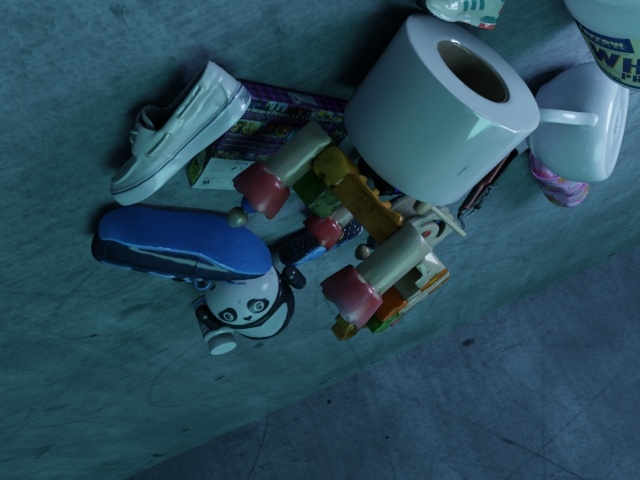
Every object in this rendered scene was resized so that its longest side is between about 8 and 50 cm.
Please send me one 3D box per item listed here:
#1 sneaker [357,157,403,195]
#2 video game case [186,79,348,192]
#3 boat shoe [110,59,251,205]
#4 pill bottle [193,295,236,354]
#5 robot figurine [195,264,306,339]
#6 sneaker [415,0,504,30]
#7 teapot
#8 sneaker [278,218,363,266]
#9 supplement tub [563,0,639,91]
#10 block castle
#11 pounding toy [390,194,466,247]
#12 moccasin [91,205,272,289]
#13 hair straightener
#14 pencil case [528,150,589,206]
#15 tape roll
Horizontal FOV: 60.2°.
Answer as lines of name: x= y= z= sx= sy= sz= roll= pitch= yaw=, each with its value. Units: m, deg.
sneaker: x=0.180 y=-0.141 z=1.136 sx=0.146 sy=0.102 sz=0.293 roll=-34 pitch=148 yaw=30
video game case: x=-0.079 y=-0.160 z=0.924 sx=0.232 sy=0.041 sz=0.210 roll=-2 pitch=147 yaw=-39
boat shoe: x=-0.220 y=-0.148 z=0.776 sx=0.268 sy=0.096 sz=0.088 roll=-30 pitch=127 yaw=27
pill bottle: x=-0.260 y=0.208 z=1.368 sx=0.078 sy=0.137 sz=0.078 roll=-20 pitch=155 yaw=-10
robot figurine: x=-0.156 y=0.134 z=1.270 sx=0.209 sy=0.174 sz=0.278 roll=-62 pitch=160 yaw=-15
sneaker: x=0.208 y=-0.355 z=0.796 sx=0.161 sy=0.057 sz=0.075 roll=-4 pitch=131 yaw=-34
teapot: x=0.494 y=-0.238 z=1.108 sx=0.252 sy=0.187 sz=0.256 roll=-59 pitch=143 yaw=-26
sneaker: x=0.000 y=0.000 z=1.288 sx=0.209 sy=0.069 sz=0.082 roll=-25 pitch=171 yaw=-2
supplement tub: x=0.481 y=-0.369 z=0.781 sx=0.235 sy=0.235 sz=0.325 roll=-38 pitch=151 yaw=27
block castle: x=0.045 y=0.014 z=0.974 sx=0.213 sy=0.303 sz=0.453 roll=-42 pitch=164 yaw=5
pounding toy: x=0.250 y=-0.026 z=1.336 sx=0.154 sy=0.154 sz=0.269 roll=-35 pitch=153 yaw=13
moccasin: x=-0.255 y=0.013 z=1.041 sx=0.342 sy=0.137 sz=0.117 roll=18 pitch=138 yaw=-36
hair straightener: x=0.405 y=-0.126 z=1.334 sx=0.089 sy=0.047 sz=0.230 roll=1 pitch=123 yaw=-43
pencil case: x=0.617 y=-0.174 z=1.422 sx=0.124 sy=0.124 sz=0.284 roll=-34 pitch=152 yaw=20
tape roll: x=0.180 y=-0.198 z=0.842 sx=0.246 sy=0.246 sz=0.169 roll=-3 pitch=148 yaw=-38
